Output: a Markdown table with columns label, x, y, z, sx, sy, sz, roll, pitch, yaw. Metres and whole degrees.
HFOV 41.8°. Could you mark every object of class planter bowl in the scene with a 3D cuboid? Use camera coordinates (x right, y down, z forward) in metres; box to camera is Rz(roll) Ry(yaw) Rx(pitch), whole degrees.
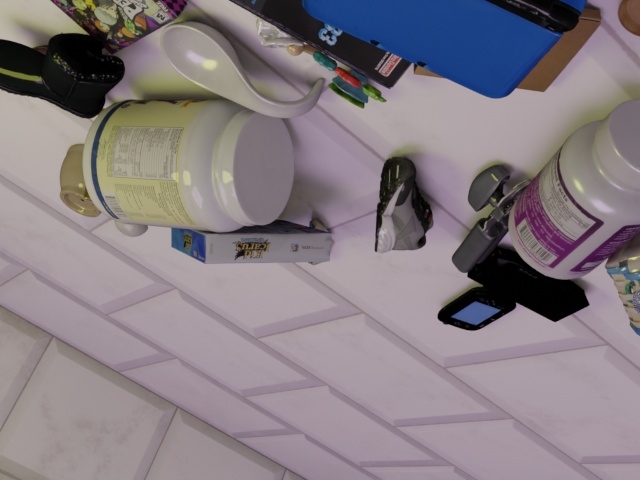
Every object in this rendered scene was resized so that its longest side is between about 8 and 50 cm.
| label | x | y | z | sx | sy | sz | roll | pitch | yaw |
| --- | --- | --- | --- | --- | --- | --- | --- | --- | --- |
| planter bowl | -0.510 | -0.121 | 1.857 | 0.162 | 0.109 | 0.162 | 17 | 150 | 10 |

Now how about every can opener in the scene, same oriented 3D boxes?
| label | x | y | z | sx | sy | sz | roll | pitch | yaw |
| --- | --- | --- | --- | --- | --- | --- | --- | --- | --- |
| can opener | 0.293 | -0.042 | 1.503 | 0.095 | 0.076 | 0.283 | 51 | 156 | 15 |

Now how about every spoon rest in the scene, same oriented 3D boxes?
| label | x | y | z | sx | sy | sz | roll | pitch | yaw |
| --- | --- | --- | --- | --- | --- | --- | --- | --- | --- |
| spoon rest | -0.136 | -0.273 | 1.369 | 0.276 | 0.084 | 0.137 | 22 | 151 | -1 |

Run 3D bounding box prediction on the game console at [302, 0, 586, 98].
| label | x | y | z | sx | sy | sz | roll | pitch | yaw |
| --- | --- | --- | --- | --- | --- | --- | --- | --- | --- |
| game console | 0.159 | -0.338 | 0.979 | 0.293 | 0.250 | 0.173 | 23 | -176 | -8 |

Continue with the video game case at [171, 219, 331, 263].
| label | x | y | z | sx | sy | sz | roll | pitch | yaw |
| --- | --- | --- | --- | --- | --- | --- | --- | --- | --- |
| video game case | -0.143 | 0.000 | 1.641 | 0.244 | 0.061 | 0.269 | -2 | -173 | -23 |

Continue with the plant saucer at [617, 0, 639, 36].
| label | x | y | z | sx | sy | sz | roll | pitch | yaw |
| --- | --- | --- | --- | --- | --- | --- | --- | --- | --- |
| plant saucer | 0.413 | -0.286 | 1.038 | 0.083 | 0.015 | 0.083 | 17 | 152 | 9 |

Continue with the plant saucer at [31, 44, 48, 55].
| label | x | y | z | sx | sy | sz | roll | pitch | yaw |
| --- | --- | --- | --- | --- | --- | --- | --- | --- | --- |
| plant saucer | -0.483 | -0.314 | 1.595 | 0.168 | 0.029 | 0.168 | 17 | 152 | 9 |

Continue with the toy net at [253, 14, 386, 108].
| label | x | y | z | sx | sy | sz | roll | pitch | yaw |
| --- | --- | --- | --- | --- | --- | --- | --- | --- | --- |
| toy net | -0.011 | -0.266 | 1.267 | 0.232 | 0.122 | 0.045 | 27 | 108 | -22 |

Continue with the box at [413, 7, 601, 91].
| label | x | y | z | sx | sy | sz | roll | pitch | yaw |
| --- | --- | --- | --- | --- | --- | --- | --- | --- | --- |
| box | 0.243 | -0.262 | 1.120 | 0.201 | 0.021 | 0.164 | 5 | 156 | -12 |

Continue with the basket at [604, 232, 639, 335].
| label | x | y | z | sx | sy | sz | roll | pitch | yaw |
| --- | --- | --- | --- | --- | --- | --- | --- | --- | --- |
| basket | 0.608 | 0.082 | 1.333 | 0.289 | 0.201 | 0.255 | 43 | 145 | -16 |

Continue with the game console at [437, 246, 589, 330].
| label | x | y | z | sx | sy | sz | roll | pitch | yaw |
| --- | --- | --- | --- | --- | --- | --- | --- | --- | --- |
| game console | 0.374 | 0.127 | 1.736 | 0.213 | 0.044 | 0.361 | 27 | 152 | -8 |

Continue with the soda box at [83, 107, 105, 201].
| label | x | y | z | sx | sy | sz | roll | pitch | yaw |
| --- | --- | --- | --- | --- | --- | --- | --- | --- | --- |
| soda box | -0.408 | -0.162 | 1.632 | 0.061 | 0.181 | 0.058 | 7 | 174 | 11 |

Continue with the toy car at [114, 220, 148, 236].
| label | x | y | z | sx | sy | sz | roll | pitch | yaw |
| --- | --- | --- | --- | --- | --- | --- | --- | --- | --- |
| toy car | -0.410 | -0.111 | 1.759 | 0.136 | 0.159 | 0.182 | 15 | 152 | 30 |

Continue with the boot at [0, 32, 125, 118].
| label | x | y | z | sx | sy | sz | roll | pitch | yaw |
| --- | --- | --- | --- | --- | --- | --- | --- | --- | --- |
| boot | -0.470 | -0.310 | 1.447 | 0.246 | 0.094 | 0.207 | 24 | 159 | -17 |

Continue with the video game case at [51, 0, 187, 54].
| label | x | y | z | sx | sy | sz | roll | pitch | yaw |
| --- | --- | --- | --- | --- | --- | --- | --- | --- | --- |
| video game case | -0.358 | -0.412 | 1.328 | 0.210 | 0.042 | 0.232 | -9 | 139 | 46 |

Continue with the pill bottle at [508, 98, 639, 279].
| label | x | y | z | sx | sy | sz | roll | pitch | yaw |
| --- | --- | --- | --- | --- | --- | --- | --- | --- | --- |
| pill bottle | 0.411 | -0.073 | 1.243 | 0.169 | 0.169 | 0.301 | 23 | 151 | -1 |

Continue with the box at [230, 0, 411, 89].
| label | x | y | z | sx | sy | sz | roll | pitch | yaw |
| --- | --- | --- | --- | --- | --- | --- | --- | --- | --- |
| box | 0.037 | -0.365 | 1.110 | 0.293 | 0.073 | 0.295 | 28 | 151 | -9 |

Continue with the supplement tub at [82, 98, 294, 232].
| label | x | y | z | sx | sy | sz | roll | pitch | yaw |
| --- | --- | --- | --- | --- | --- | --- | --- | --- | --- |
| supplement tub | -0.235 | -0.136 | 1.509 | 0.325 | 0.235 | 0.235 | 5 | 147 | 28 |

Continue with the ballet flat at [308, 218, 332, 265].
| label | x | y | z | sx | sy | sz | roll | pitch | yaw |
| --- | --- | --- | --- | --- | --- | --- | --- | --- | --- |
| ballet flat | 0.000 | 0.000 | 1.785 | 0.052 | 0.057 | 0.168 | -6 | 155 | -7 |

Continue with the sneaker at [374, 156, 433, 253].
| label | x | y | z | sx | sy | sz | roll | pitch | yaw |
| --- | --- | --- | --- | --- | --- | --- | --- | --- | --- |
| sneaker | 0.157 | -0.064 | 1.526 | 0.108 | 0.100 | 0.271 | 4 | 153 | 4 |
